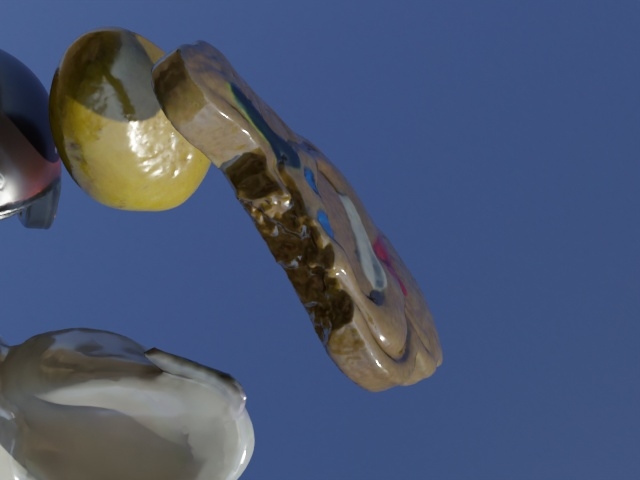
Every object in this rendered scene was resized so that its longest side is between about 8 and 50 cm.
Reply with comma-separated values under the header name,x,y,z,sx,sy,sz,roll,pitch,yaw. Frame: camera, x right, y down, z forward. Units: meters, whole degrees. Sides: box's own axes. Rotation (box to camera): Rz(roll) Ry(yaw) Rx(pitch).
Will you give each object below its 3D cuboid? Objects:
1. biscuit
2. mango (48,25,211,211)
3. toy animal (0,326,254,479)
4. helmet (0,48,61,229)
name,x,y,z,sx,sy,sz,roll,pitch,yaw
biscuit,-0.001,-0.008,0.774,0.047,0.320,0.183,-31,-152,14
mango,-0.159,-0.104,0.988,0.137,0.195,0.098,-38,-128,-16
toy animal,-0.192,0.066,0.412,0.325,0.208,0.154,-3,-114,-10
helmet,-0.327,-0.084,1.050,0.216,0.189,0.193,-131,-139,-57
